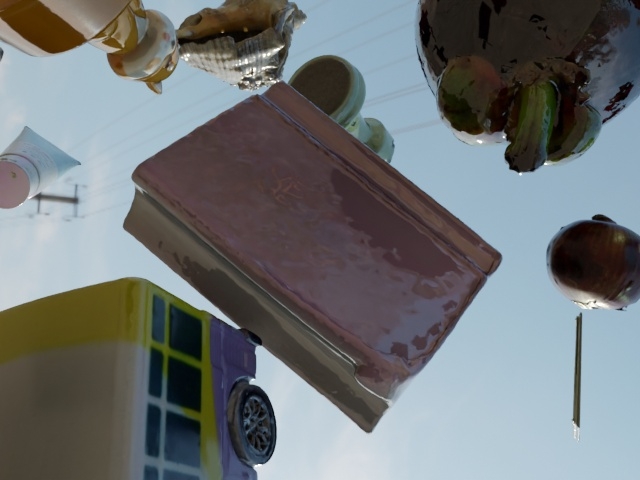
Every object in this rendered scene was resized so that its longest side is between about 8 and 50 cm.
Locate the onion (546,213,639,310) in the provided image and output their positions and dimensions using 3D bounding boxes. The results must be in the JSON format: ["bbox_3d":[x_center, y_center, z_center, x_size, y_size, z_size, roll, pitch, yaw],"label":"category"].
[{"bbox_3d":[0.315,0.022,0.832,0.117,0.119,0.118,-9,-101,50],"label":"onion"}]

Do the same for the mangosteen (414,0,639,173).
[{"bbox_3d":[0.257,-0.244,0.890,0.306,0.306,0.359,-39,-167,43],"label":"mangosteen"}]

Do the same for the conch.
[{"bbox_3d":[-0.128,-0.304,1.097,0.178,0.245,0.163,-178,-106,-73],"label":"conch"}]

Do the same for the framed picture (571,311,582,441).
[{"bbox_3d":[0.546,0.300,1.555,0.019,0.296,0.232,1,-110,19],"label":"framed picture"}]

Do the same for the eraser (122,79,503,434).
[{"bbox_3d":[0.000,0.000,0.836,0.359,0.272,0.122,39,-44,10],"label":"eraser"}]

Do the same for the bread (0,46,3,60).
[{"bbox_3d":[-0.632,-0.281,1.157,0.222,0.096,0.181,8,-116,20],"label":"bread"}]

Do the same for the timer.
[{"bbox_3d":[-0.143,-0.155,0.476,0.132,0.152,0.132,-11,-118,22],"label":"timer"}]

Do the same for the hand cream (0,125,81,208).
[{"bbox_3d":[-0.450,-0.119,1.125,0.070,0.111,0.312,-53,-165,8],"label":"hand cream"}]

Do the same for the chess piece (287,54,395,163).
[{"bbox_3d":[0.061,-0.272,1.687,0.195,0.299,0.194,-12,-117,26],"label":"chess piece"}]

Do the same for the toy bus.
[{"bbox_3d":[-0.177,0.274,0.598,0.209,0.249,0.439,-14,-119,20],"label":"toy bus"}]
